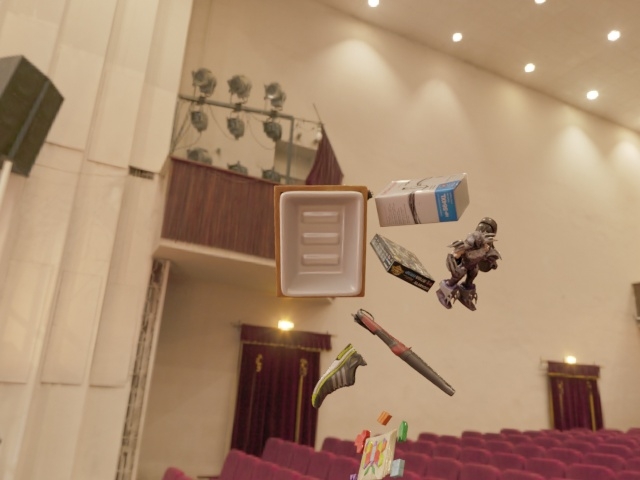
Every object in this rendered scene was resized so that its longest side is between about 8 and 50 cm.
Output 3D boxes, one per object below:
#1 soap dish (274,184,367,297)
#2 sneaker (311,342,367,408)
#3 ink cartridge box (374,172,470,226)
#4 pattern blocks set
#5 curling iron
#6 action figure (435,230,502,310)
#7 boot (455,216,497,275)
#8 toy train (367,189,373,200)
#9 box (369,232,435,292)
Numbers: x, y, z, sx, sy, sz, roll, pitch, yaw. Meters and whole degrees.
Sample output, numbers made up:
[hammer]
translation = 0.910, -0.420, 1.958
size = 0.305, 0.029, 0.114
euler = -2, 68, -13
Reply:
[soap dish]
translation = 0.000, 0.000, 1.320
size = 0.228, 0.291, 0.118
euler = 0, 15, -2
[sneaker]
translation = 0.074, 0.573, 2.128
size = 0.121, 0.300, 0.111
euler = 36, 2, 15
[ink cartridge box]
translation = 0.257, -0.102, 1.306
size = 0.203, 0.086, 0.148
euler = -3, 20, 29
[pattern blocks set]
translation = 0.174, 0.671, 1.614
size = 0.026, 0.285, 0.325
euler = 25, -48, -11
[curling iron]
translation = 0.179, 0.236, 1.125
size = 0.274, 0.035, 0.068
euler = 37, 7, 21
[action figure]
translation = 0.436, 0.082, 1.527
size = 0.185, 0.099, 0.285
euler = -6, -49, -14
[boot]
translation = 0.538, 0.061, 1.843
size = 0.091, 0.229, 0.263
euler = 21, -42, 36
[toy train]
translation = 0.070, -0.098, 1.388
size = 0.158, 0.027, 0.036
euler = -21, 3, 19
[box]
translation = 0.274, 0.073, 1.761
size = 0.175, 0.051, 0.220
euler = 27, 17, -22
